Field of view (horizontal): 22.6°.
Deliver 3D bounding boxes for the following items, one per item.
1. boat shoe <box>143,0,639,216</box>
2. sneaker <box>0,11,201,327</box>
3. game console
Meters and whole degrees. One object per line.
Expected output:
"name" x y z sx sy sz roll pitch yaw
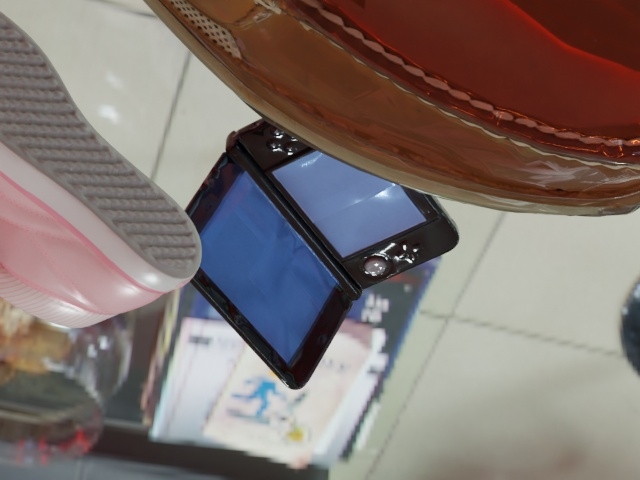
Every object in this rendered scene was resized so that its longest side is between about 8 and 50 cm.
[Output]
"boat shoe" -0.029 -0.121 0.436 0.324 0.122 0.120 34 176 14
"sneaker" -0.109 -0.022 0.558 0.070 0.051 0.134 -31 109 36
"game console" 0.000 0.000 0.948 0.124 0.085 0.144 -24 126 22
